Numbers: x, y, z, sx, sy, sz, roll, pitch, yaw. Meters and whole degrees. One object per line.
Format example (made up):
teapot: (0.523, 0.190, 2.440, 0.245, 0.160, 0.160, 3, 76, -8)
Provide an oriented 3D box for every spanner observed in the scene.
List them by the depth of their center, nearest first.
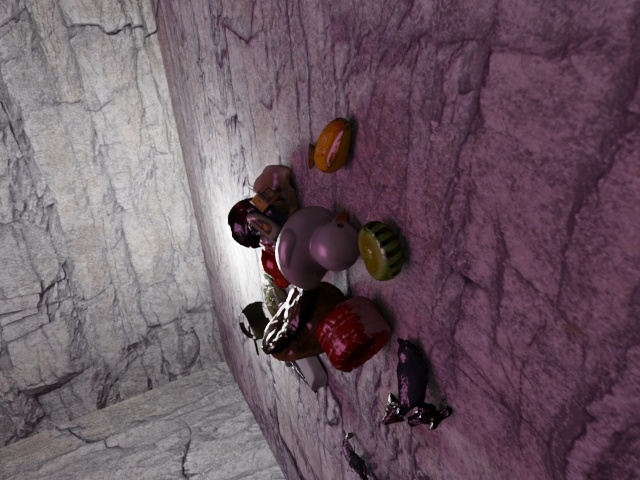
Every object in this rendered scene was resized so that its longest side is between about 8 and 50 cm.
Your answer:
spanner: (-0.098, 0.578, 2.177, 0.325, 0.026, 0.093, 32, 136, 57)

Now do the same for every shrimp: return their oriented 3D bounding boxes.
shrimp: (0.119, 0.777, 1.756, 0.082, 0.076, 0.174, 69, 178, -75)

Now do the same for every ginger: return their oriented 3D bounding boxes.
ginger: (-0.027, 0.250, 1.478, 0.269, 0.223, 0.200, -63, 22, 5)

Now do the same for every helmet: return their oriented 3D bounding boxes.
helmet: (-0.261, -0.068, 1.891, 0.216, 0.193, 0.189, -63, -25, -56)

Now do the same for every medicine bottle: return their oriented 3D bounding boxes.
medicine bottle: (-0.044, 0.484, 1.920, 0.183, 0.069, 0.119, 54, 153, 35)

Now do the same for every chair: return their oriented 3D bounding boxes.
chair: (-0.281, 0.397, 2.298, 0.149, 0.174, 0.213, 54, 163, 46)

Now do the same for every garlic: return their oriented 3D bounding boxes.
garlic: (-0.162, -0.148, 1.680, 0.228, 0.110, 0.217, 16, 125, 64)

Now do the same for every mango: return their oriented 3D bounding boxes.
mango: (0.033, -0.233, 1.211, 0.187, 0.066, 0.101, 118, 139, -54)

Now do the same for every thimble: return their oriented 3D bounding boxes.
thimble: (0.085, 0.244, 1.295, 0.189, 0.163, 0.125, -55, 52, 26)

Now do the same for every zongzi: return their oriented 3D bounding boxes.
zongzi: (0.204, 0.459, 1.343, 0.073, 0.067, 0.083, 137, 131, -73)

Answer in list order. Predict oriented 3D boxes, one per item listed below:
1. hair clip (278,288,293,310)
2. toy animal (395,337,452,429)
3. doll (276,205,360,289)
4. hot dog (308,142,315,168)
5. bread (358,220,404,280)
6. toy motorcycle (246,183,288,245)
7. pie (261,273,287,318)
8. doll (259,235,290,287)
hair clip: (-0.078, 0.250, 1.879, 0.138, 0.102, 0.123, -8, 102, 35)
toy animal: (0.205, 0.342, 1.171, 0.210, 0.117, 0.121, 67, 164, 8)
doll: (0.005, 0.027, 1.319, 0.221, 0.221, 0.251, 44, 111, 50)
hot dog: (-0.024, -0.240, 1.397, 0.083, 0.021, 0.037, 96, 169, -50)
bread: (0.141, 0.023, 1.137, 0.139, 0.071, 0.130, 63, 159, 18)
toy motorcycle: (-0.122, -0.041, 1.587, 0.263, 0.091, 0.157, 40, 131, -6)
pie: (-0.197, 0.250, 2.129, 0.240, 0.054, 0.240, 50, 151, 41)
doll: (-0.157, 0.069, 1.800, 0.161, 0.130, 0.290, 41, 152, 50)
